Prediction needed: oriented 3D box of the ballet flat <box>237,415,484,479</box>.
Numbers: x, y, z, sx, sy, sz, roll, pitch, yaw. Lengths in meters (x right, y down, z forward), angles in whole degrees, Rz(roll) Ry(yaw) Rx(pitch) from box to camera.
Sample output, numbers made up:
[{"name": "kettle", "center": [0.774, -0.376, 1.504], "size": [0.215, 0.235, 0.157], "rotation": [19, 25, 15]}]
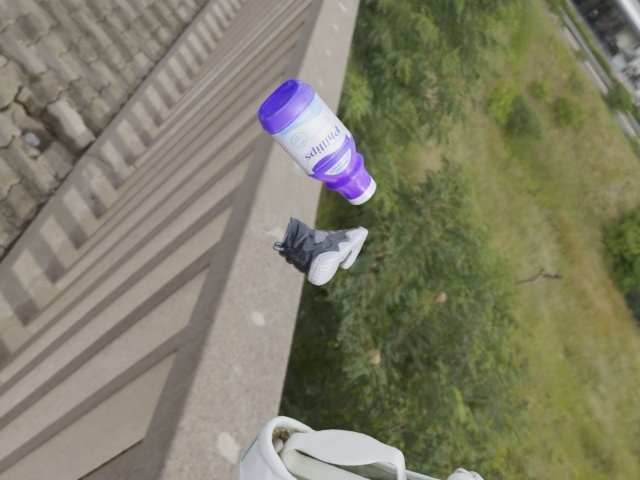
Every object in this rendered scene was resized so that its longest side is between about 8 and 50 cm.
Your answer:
[{"name": "ballet flat", "center": [0.099, 0.296, 0.757], "size": [0.400, 0.139, 0.139], "rotation": [16, 31, 8]}]

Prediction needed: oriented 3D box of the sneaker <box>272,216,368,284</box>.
[{"name": "sneaker", "center": [0.000, 0.000, 1.552], "size": [0.153, 0.101, 0.268], "rotation": [31, 27, 15]}]

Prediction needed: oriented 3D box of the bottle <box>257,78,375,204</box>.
[{"name": "bottle", "center": [0.004, -0.179, 1.333], "size": [0.283, 0.118, 0.092], "rotation": [45, 2, -35]}]
